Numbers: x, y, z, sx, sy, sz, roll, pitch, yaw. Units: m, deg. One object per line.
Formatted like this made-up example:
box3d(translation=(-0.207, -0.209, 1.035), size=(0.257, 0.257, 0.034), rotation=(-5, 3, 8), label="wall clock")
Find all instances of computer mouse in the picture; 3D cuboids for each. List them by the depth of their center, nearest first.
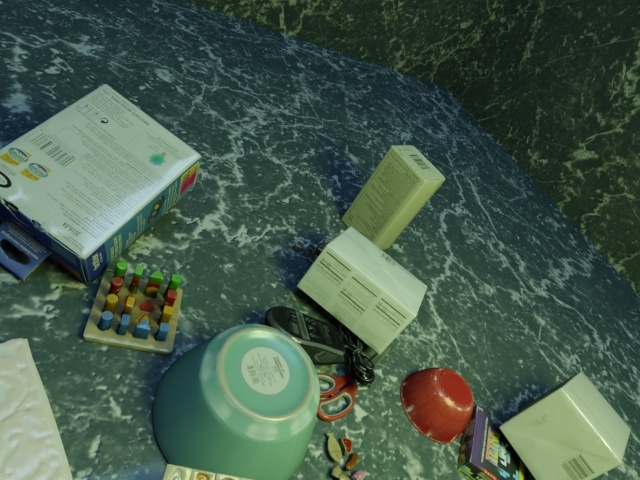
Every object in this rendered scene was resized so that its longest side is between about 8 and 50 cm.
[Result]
box3d(translation=(-0.014, 0.236, 1.037), size=(0.273, 0.072, 0.188), rotation=(26, 21, -21), label="computer mouse")

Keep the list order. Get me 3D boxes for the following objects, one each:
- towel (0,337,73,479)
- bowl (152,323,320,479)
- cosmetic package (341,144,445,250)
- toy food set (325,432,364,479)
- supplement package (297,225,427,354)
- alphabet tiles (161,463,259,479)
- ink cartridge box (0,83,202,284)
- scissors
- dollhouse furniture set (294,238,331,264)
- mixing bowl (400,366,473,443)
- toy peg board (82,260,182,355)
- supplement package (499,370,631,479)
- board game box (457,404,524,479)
box3d(translation=(-0.530, 0.304, 0.600), size=(0.332, 0.053, 0.316), rotation=(-9, 53, -43), label="towel")
box3d(translation=(-0.125, 0.276, 0.837), size=(0.312, 0.163, 0.311), rotation=(20, 40, -17), label="bowl")
box3d(translation=(0.212, -0.123, 1.409), size=(0.113, 0.309, 0.160), rotation=(-13, 58, -43), label="cosmetic package")
box3d(translation=(0.050, 0.440, 0.905), size=(0.078, 0.019, 0.122), rotation=(17, 32, -22), label="toy food set")
box3d(translation=(0.111, 0.117, 1.173), size=(0.262, 0.145, 0.204), rotation=(40, 24, 7), label="supplement package")
box3d(translation=(-0.143, 0.463, 0.693), size=(0.238, 0.009, 0.198), rotation=(20, 57, -18), label="alphabet tiles")
box3d(translation=(-0.480, -0.102, 0.939), size=(0.270, 0.151, 0.395), rotation=(37, 55, 0), label="ink cartridge box")
box3d(translation=(0.090, 0.325, 1.064), size=(0.297, 0.021, 0.109), rotation=(-6, 50, -42), label="scissors")
box3d(translation=(0.000, 0.000, 1.303), size=(0.091, 0.081, 0.114), rotation=(39, 37, 7), label="dollhouse furniture set")
box3d(translation=(0.293, 0.371, 1.094), size=(0.182, 0.098, 0.181), rotation=(21, 38, -18), label="mixing bowl")
box3d(translation=(-0.355, 0.123, 0.907), size=(0.162, 0.079, 0.160), rotation=(16, 40, -21), label="toy peg board")
box3d(translation=(0.592, 0.450, 1.104), size=(0.293, 0.177, 0.175), rotation=(8, 42, -52), label="supplement package")
box3d(translation=(0.402, 0.494, 1.078), size=(0.141, 0.048, 0.170), rotation=(36, 37, 1), label="board game box")
